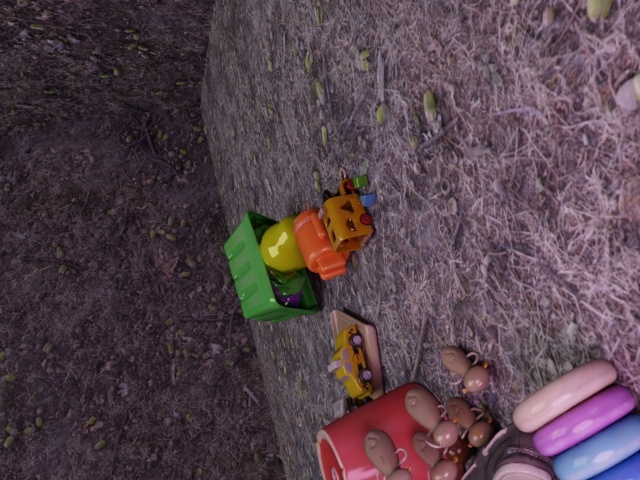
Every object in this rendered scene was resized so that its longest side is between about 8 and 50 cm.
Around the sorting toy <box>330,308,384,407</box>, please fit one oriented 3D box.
[{"bbox_3d":[0.112,0.357,1.478,0.229,0.041,0.307,10,110,65],"label":"sorting toy"}]

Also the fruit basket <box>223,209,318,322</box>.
[{"bbox_3d":[-0.119,0.055,1.734,0.392,0.283,0.392,-10,72,32],"label":"fruit basket"}]

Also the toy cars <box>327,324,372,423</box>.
[{"bbox_3d":[0.066,0.425,1.416,0.176,0.087,0.393,-144,52,-63],"label":"toy cars"}]

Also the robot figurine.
[{"bbox_3d":[0.000,0.001,1.446,0.128,0.158,0.219,-39,55,24],"label":"robot figurine"}]

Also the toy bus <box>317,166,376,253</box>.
[{"bbox_3d":[0.049,-0.069,1.300,0.202,0.104,0.191,-145,47,-63],"label":"toy bus"}]

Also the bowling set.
[{"bbox_3d":[0.242,0.355,0.955,0.200,0.287,0.154,39,-179,-19],"label":"bowling set"}]

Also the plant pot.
[{"bbox_3d":[0.136,0.477,1.156,0.275,0.243,0.275,168,90,-71],"label":"plant pot"}]

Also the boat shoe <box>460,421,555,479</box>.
[{"bbox_3d":[0.303,0.414,0.893,0.335,0.112,0.095,100,-169,-46],"label":"boat shoe"}]

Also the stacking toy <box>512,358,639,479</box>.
[{"bbox_3d":[0.372,0.305,0.590,0.330,0.141,0.141,59,154,30],"label":"stacking toy"}]
